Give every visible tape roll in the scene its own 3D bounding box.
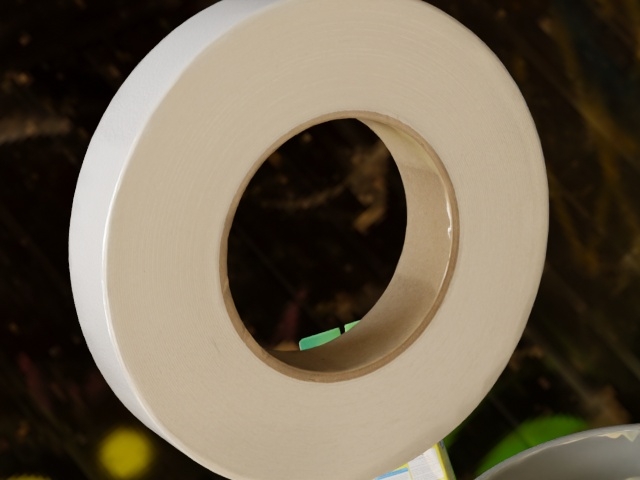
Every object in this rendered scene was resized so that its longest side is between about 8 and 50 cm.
[{"bbox_3d":[0.000,0.000,1.340,0.392,0.072,0.392,-7,-75,-29],"label":"tape roll"}]

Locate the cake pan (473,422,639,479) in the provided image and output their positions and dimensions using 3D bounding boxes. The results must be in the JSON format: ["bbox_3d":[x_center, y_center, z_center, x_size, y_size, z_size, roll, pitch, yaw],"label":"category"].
[{"bbox_3d":[0.229,0.250,1.451,0.293,0.054,0.293,-16,21,7],"label":"cake pan"}]

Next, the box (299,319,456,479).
[{"bbox_3d":[0.052,0.164,1.666,0.105,0.179,0.043,-18,-3,12],"label":"box"}]
